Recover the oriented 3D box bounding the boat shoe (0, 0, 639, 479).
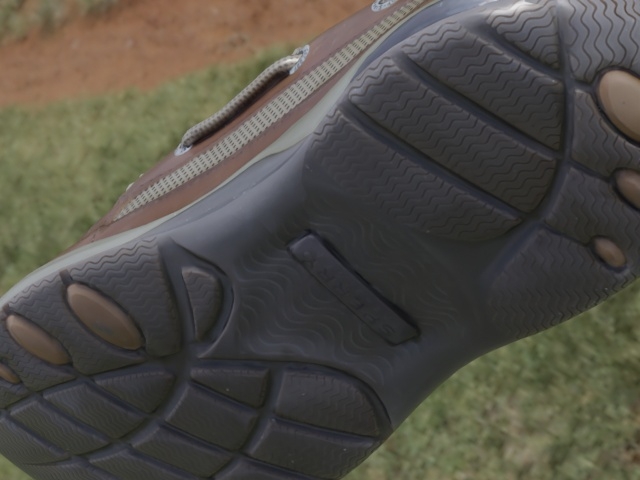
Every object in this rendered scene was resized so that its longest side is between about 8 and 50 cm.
[{"bbox_3d":[0.000,0.000,0.537,0.324,0.123,0.116,-28,23,37],"label":"boat shoe"}]
